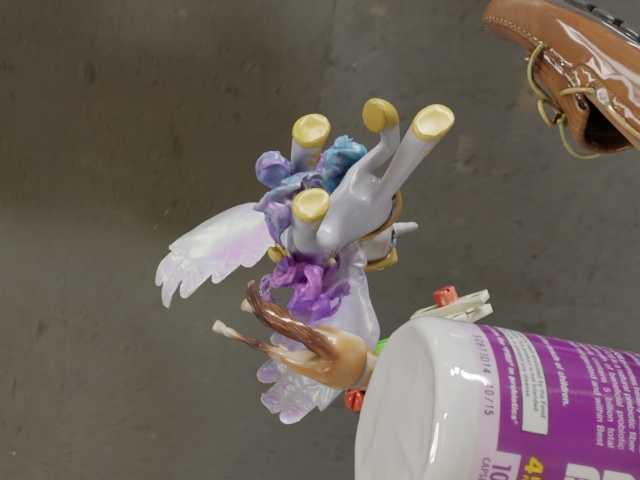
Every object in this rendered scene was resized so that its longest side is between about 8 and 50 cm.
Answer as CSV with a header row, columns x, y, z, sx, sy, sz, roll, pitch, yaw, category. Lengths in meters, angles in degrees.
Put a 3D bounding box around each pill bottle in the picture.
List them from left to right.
x,y,z,sx,sy,sz,roll,pitch,yaw,category
0.190,0.159,0.994,0.302,0.169,0.169,11,79,-16,pill bottle

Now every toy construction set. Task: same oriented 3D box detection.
x,y,z,sx,sy,sz,roll,pitch,yaw,category
0.159,0.228,1.792,0.151,0.215,0.327,-7,83,-48,toy construction set

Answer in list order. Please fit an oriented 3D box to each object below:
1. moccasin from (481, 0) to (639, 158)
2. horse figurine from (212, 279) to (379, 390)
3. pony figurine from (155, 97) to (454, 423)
x,y,z,sx,sy,sz,roll,pitch,yaw,category
0.293,-0.140,1.398,0.380,0.139,0.147,41,108,35,moccasin
0.000,0.111,1.422,0.174,0.263,0.066,19,83,23,horse figurine
0.000,0.000,1.706,0.351,0.363,0.303,-35,68,-20,pony figurine
